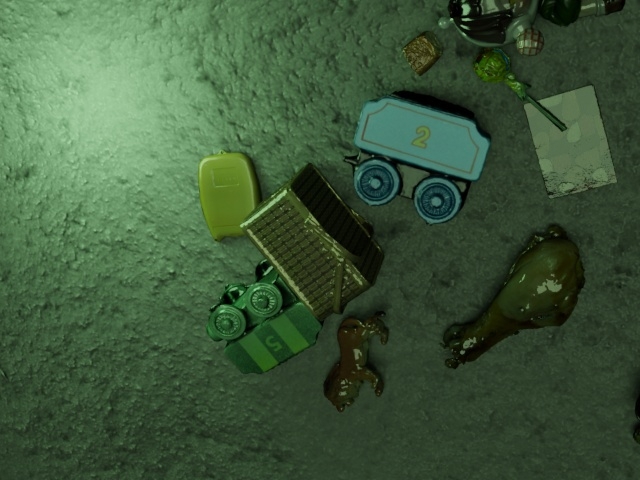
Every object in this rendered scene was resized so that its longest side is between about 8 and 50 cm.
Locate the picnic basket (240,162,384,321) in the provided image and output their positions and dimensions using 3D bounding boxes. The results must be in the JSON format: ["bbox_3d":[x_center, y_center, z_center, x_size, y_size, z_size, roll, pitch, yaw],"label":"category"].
[{"bbox_3d":[0.000,0.000,1.867,0.175,0.228,0.313,-36,98,22],"label":"picnic basket"}]

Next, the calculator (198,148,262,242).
[{"bbox_3d":[-0.225,-0.108,1.974,0.157,0.033,0.236,-5,106,13],"label":"calculator"}]

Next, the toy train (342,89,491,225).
[{"bbox_3d":[0.213,-0.194,1.788,0.300,0.188,0.265,17,106,8],"label":"toy train"}]

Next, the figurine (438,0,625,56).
[{"bbox_3d":[0.432,-0.500,1.655,0.370,0.167,0.281,-7,73,3],"label":"figurine"}]

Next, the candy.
[{"bbox_3d":[0.444,-0.327,1.760,0.262,0.073,0.077,39,83,-9],"label":"candy"}]

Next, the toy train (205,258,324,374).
[{"bbox_3d":[-0.135,0.193,1.993,0.299,0.167,0.238,-33,105,20],"label":"toy train"}]

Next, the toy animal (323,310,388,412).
[{"bbox_3d":[0.086,0.300,2.024,0.157,0.097,0.312,8,108,15],"label":"toy animal"}]

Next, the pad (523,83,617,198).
[{"bbox_3d":[0.563,-0.218,1.803,0.158,0.003,0.235,-15,105,15],"label":"pad"}]

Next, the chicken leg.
[{"bbox_3d":[0.449,0.160,1.892,0.201,0.153,0.429,49,118,6],"label":"chicken leg"}]

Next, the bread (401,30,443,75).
[{"bbox_3d":[0.227,-0.413,1.758,0.070,0.083,0.076,-33,96,28],"label":"bread"}]

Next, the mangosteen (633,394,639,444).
[{"bbox_3d":[0.850,0.414,1.871,0.231,0.231,0.289,23,146,2],"label":"mangosteen"}]
